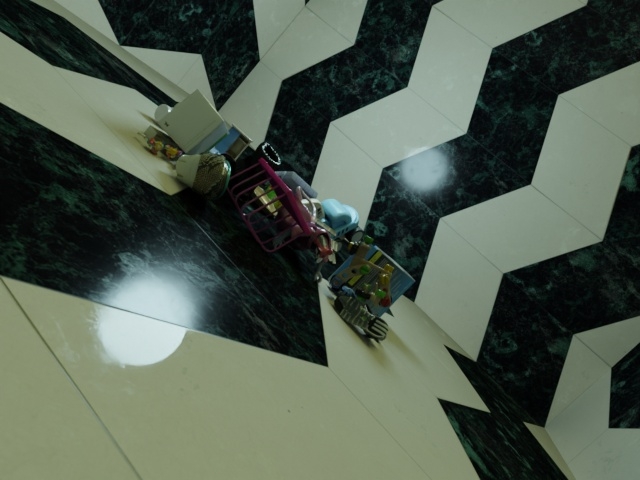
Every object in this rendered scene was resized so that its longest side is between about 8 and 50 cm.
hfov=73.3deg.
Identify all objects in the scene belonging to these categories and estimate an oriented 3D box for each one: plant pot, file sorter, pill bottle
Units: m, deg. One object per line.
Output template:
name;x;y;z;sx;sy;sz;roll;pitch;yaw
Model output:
plant pot;-0.290;-0.204;2.077;0.236;0.032;0.236;53;6;-8
file sorter;-0.201;-0.124;1.558;0.290;0.182;0.202;51;-11;48
pill bottle;-0.654;-0.536;1.942;0.108;0.108;0.180;46;10;26

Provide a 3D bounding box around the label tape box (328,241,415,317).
label tape box;0.224;0.162;1.964;0.348;0.249;0.115;39;9;-25

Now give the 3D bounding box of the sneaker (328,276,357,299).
sneaker;0.091;0.213;1.790;0.144;0.053;0.059;36;15;-12

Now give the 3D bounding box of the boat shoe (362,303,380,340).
boat shoe;0.203;0.319;1.705;0.066;0.066;0.183;34;12;-45

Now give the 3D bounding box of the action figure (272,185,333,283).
action figure;-0.034;-0.019;1.709;0.248;0.275;0.370;44;-8;-34

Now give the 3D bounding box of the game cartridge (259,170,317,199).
game cartridge;-0.213;-0.304;2.416;0.355;0.068;0.230;7;-19;44

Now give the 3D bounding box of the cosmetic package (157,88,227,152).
cosmetic package;-0.492;-0.449;1.718;0.155;0.197;0.365;50;-1;-12

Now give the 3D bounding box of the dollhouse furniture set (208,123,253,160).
dollhouse furniture set;-0.430;-0.435;2.157;0.286;0.198;0.303;41;9;-11

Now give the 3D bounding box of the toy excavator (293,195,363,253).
toy excavator;0.011;-0.132;2.387;0.222;0.433;0.445;49;-21;38

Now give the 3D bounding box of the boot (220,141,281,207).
boot;-0.311;-0.324;1.803;0.131;0.260;0.348;21;27;-47

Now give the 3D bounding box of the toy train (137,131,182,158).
toy train;-0.565;-0.326;1.518;0.125;0.046;0.166;28;7;24

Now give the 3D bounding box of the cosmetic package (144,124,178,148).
cosmetic package;-0.603;-0.385;1.632;0.060;0.041;0.115;47;9;24

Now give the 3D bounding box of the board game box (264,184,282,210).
board game box;-0.250;-0.228;2.300;0.043;0.092;0.181;37;10;-37

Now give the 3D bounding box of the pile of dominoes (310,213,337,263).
pile of dominoes;0.000;0.000;2.258;0.251;0.040;0.195;33;51;-42

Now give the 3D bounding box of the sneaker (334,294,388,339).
sneaker;0.148;0.298;1.584;0.229;0.086;0.132;34;-20;27

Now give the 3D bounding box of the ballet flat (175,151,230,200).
ballet flat;-0.416;-0.242;1.507;0.182;0.164;0.483;17;10;-16

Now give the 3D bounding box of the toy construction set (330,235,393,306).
toy construction set;0.208;0.120;1.698;0.258;0.237;0.309;20;-3;30
